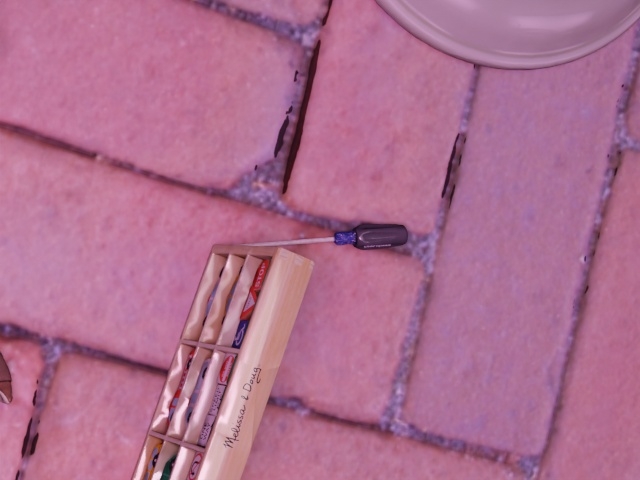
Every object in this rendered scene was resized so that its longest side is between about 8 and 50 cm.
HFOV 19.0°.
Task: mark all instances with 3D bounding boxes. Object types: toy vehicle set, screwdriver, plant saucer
[{"bbox_3d":[-0.092,0.134,1.610,0.035,0.166,0.267,22,81,-21],"label":"toy vehicle set"},{"bbox_3d":[0.000,0.000,1.725,0.170,0.025,0.024,-4,91,-23],"label":"screwdriver"},{"bbox_3d":[0.195,-0.361,1.768,0.400,0.100,0.400,0,89,-22],"label":"plant saucer"}]

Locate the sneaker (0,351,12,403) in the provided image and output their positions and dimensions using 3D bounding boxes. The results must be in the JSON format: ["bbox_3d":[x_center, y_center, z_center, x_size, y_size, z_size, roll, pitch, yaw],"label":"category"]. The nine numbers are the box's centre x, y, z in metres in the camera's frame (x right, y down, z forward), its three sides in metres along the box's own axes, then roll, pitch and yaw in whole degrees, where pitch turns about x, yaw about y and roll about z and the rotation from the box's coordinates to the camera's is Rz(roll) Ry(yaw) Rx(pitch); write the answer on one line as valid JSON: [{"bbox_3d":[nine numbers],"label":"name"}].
[{"bbox_3d":[-0.336,0.148,1.564,0.188,0.066,0.071,-34,103,-18],"label":"sneaker"}]
